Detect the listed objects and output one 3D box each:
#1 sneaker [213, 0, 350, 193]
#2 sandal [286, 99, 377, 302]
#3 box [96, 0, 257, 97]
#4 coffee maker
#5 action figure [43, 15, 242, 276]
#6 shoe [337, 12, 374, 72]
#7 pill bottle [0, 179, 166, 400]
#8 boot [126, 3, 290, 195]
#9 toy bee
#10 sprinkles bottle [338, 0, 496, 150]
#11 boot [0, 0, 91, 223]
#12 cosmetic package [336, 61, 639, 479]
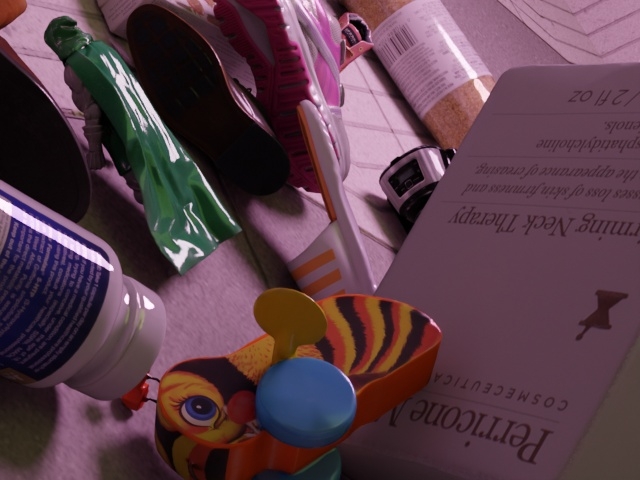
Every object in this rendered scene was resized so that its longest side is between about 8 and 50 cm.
[{"bbox_3d":[-0.015,-0.171,1.558,0.111,0.103,0.252,-41,123,-46],"label":"sneaker"},{"bbox_3d":[0.000,0.001,1.457,0.102,0.076,0.265,78,-6,-83],"label":"sandal"},{"bbox_3d":[-0.101,-0.204,1.599,0.324,0.067,0.063,21,37,-51],"label":"box"},{"bbox_3d":[0.155,-0.003,1.765,0.171,0.120,0.178,62,6,-57],"label":"coffee maker"},{"bbox_3d":[-0.159,-0.085,1.273,0.232,0.063,0.137,60,19,-6],"label":"action figure"},{"bbox_3d":[0.009,-0.227,1.830,0.063,0.081,0.178,51,22,-4],"label":"shoe"},{"bbox_3d":[-0.194,0.031,0.985,0.187,0.112,0.112,34,28,-38],"label":"pill bottle"},{"bbox_3d":[-0.109,-0.133,1.490,0.219,0.082,0.106,53,4,-1],"label":"boot"},{"bbox_3d":[-0.052,0.111,1.086,0.162,0.195,0.298,33,28,20],"label":"toy bee"},{"bbox_3d":[0.162,-0.228,2.084,0.355,0.121,0.121,57,22,12],"label":"sprinkles bottle"},{"bbox_3d":[-0.269,-0.149,1.202,0.264,0.096,0.280,44,11,-17],"label":"boot"},{"bbox_3d":[0.265,0.099,1.272,0.327,0.393,0.329,41,-19,-29],"label":"cosmetic package"}]
